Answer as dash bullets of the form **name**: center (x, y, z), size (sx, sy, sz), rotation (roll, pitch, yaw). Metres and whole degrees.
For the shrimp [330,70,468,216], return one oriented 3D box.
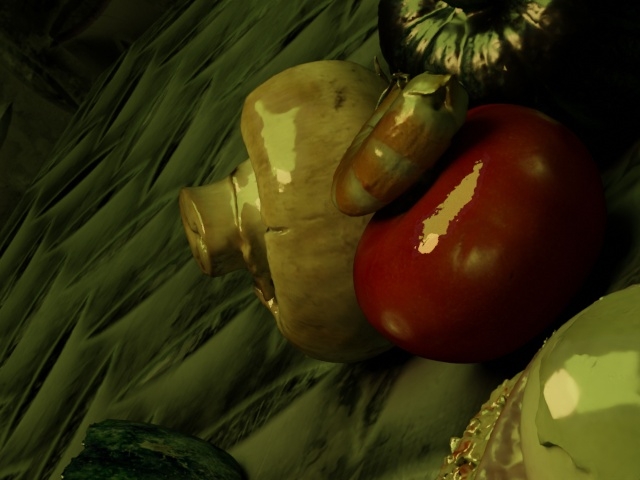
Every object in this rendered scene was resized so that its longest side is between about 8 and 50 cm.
- **shrimp**: center (0.064, -0.089, 1.403), size (0.161, 0.049, 0.166), rotation (-50, 10, 38)

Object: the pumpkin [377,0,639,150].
- **pumpkin**: center (0.142, -0.188, 1.494), size (0.248, 0.248, 0.248), rotation (-46, 16, 17)

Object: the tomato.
- **tomato**: center (0.115, -0.001, 1.396), size (0.195, 0.136, 0.195), rotation (-49, 15, 18)

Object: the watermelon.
- **watermelon**: center (-0.184, 0.256, 1.672), size (0.226, 0.148, 0.318), rotation (-54, 12, 16)

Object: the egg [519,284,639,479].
- **egg**: center (0.182, 0.097, 0.812), size (0.183, 0.217, 0.183), rotation (-49, 15, 18)

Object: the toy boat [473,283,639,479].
- **toy boat**: center (0.167, 0.126, 1.059), size (0.155, 0.085, 0.227), rotation (-6, 48, 42)

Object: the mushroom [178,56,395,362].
- **mushroom**: center (0.000, 0.000, 1.566), size (0.195, 0.254, 0.189), rotation (-14, 48, -9)

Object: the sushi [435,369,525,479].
- **sushi**: center (0.114, 0.146, 1.160), size (0.090, 0.078, 0.150), rotation (-32, 23, 50)
